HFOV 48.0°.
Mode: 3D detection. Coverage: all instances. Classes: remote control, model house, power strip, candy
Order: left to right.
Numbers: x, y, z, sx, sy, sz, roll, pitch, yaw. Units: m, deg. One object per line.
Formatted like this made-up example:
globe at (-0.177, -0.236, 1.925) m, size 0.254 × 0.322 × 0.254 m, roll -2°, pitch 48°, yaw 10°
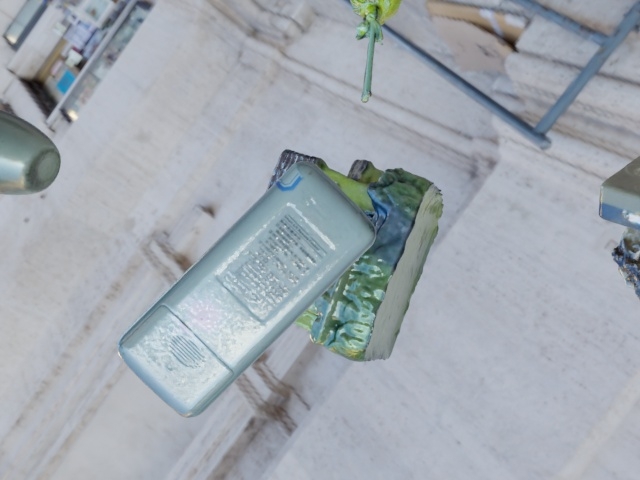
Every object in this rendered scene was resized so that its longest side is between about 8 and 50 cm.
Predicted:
remote control at (-0.033, 0.022, 0.322) m, size 0.053 × 0.124 × 0.018 m, roll 44°, pitch 180°, yaw -6°
model house at (0.000, 0.000, 0.757) m, size 0.211 × 0.194 × 0.170 m, roll 22°, pitch -178°, yaw 19°
candy at (0.069, -0.279, 0.966) m, size 0.077 × 0.262 × 0.073 m, roll 11°, pitch 144°, yaw -4°
power strip at (0.255, -0.044, 0.517) m, size 0.056 × 0.123 × 0.032 m, roll 26°, pitch 136°, yaw 44°

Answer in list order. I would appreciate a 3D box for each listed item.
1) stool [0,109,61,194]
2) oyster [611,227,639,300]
stool at (-0.277, -0.026, 0.333) m, size 0.198 × 0.195 × 0.195 m, roll 26°, pitch 176°, yaw 19°
oyster at (0.492, 0.014, 0.907) m, size 0.223 × 0.214 × 0.083 m, roll 12°, pitch -171°, yaw 18°
